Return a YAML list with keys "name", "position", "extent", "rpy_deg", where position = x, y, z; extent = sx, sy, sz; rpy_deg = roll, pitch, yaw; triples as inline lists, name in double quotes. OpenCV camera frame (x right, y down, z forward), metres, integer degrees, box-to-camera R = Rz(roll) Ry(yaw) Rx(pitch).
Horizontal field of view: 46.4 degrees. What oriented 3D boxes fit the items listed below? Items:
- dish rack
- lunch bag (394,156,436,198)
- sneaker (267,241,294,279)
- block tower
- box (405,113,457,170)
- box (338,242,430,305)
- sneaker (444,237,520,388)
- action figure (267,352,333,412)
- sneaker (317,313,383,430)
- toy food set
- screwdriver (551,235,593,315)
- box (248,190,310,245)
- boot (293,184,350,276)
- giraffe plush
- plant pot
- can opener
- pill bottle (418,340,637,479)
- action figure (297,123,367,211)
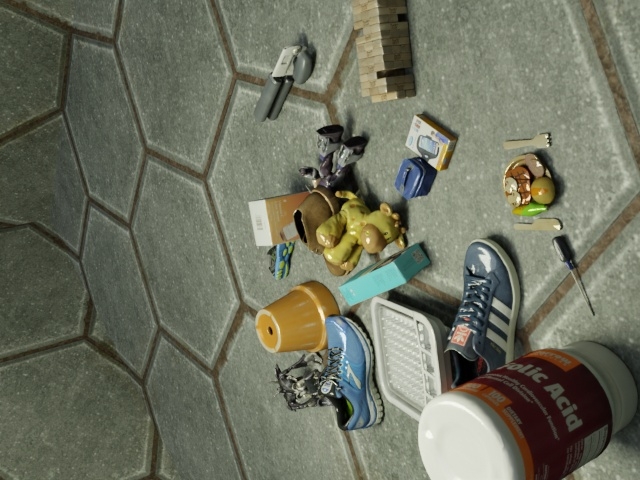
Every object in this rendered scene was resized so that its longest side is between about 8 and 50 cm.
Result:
- name: "dish rack"
  position: [0.229, 0.284, 1.796]
  extent: [0.333, 0.073, 0.285]
  rpy_deg: [-164, 64, -67]
- name: "lunch bag"
  position: [0.216, -0.146, 1.719]
  extent: [0.067, 0.065, 0.098]
  rpy_deg: [46, 136, 35]
- name: "sneaker"
  position: [-0.128, 0.033, 2.253]
  extent: [0.078, 0.067, 0.188]
  rpy_deg: [39, 134, 32]
- name: "block tower"
  position: [0.137, -0.485, 1.687]
  extent: [0.097, 0.091, 0.335]
  rpy_deg: [4, 105, 53]
- name: "box"
  position: [0.243, -0.226, 1.687]
  extent: [0.136, 0.028, 0.081]
  rpy_deg: [43, 134, 35]
- name: "box"
  position: [0.153, 0.087, 1.848]
  extent: [0.060, 0.101, 0.244]
  rpy_deg: [57, 143, -2]
- name: "sneaker"
  position: [0.333, 0.174, 1.600]
  extent: [0.131, 0.148, 0.349]
  rpy_deg: [9, 109, 52]
- name: "action figure"
  position: [-0.036, 0.426, 2.207]
  extent: [0.276, 0.141, 0.163]
  rpy_deg: [-11, 96, 53]
- name: "sneaker"
  position: [0.066, 0.363, 2.036]
  extent: [0.130, 0.147, 0.329]
  rpy_deg: [-16, 88, 55]
- name: "toy food set"
  position: [0.410, -0.109, 1.489]
  extent: [0.132, 0.039, 0.191]
  rpy_deg: [-1, 101, 54]
- name: "screwdriver"
  position: [0.497, 0.068, 1.454]
  extent: [0.025, 0.024, 0.169]
  rpy_deg: [-32, 81, 24]
- name: "box"
  position: [-0.097, -0.063, 2.087]
  extent: [0.091, 0.171, 0.130]
  rpy_deg: [-2, 100, 56]
- name: "boot"
  position: [0.000, 0.000, 1.961]
  extent: [0.112, 0.115, 0.305]
  rpy_deg: [29, 150, 38]
- name: "giraffe plush"
  position: [0.120, -0.024, 1.845]
  extent: [0.171, 0.181, 0.210]
  rpy_deg: [13, 78, 41]
- name: "plant pot"
  position: [-0.076, 0.237, 2.148]
  extent: [0.205, 0.188, 0.205]
  rpy_deg: [24, 121, 48]
- name: "can opener"
  position: [-0.102, -0.418, 2.051]
  extent: [0.095, 0.076, 0.283]
  rpy_deg: [59, 143, 24]
- name: "pill bottle"
  position: [0.390, 0.327, 1.365]
  extent: [0.224, 0.392, 0.223]
  rpy_deg: [23, 120, 48]
- name: "action figure"
  position: [0.022, -0.165, 1.952]
  extent: [0.185, 0.099, 0.285]
  rpy_deg: [38, 137, 22]
